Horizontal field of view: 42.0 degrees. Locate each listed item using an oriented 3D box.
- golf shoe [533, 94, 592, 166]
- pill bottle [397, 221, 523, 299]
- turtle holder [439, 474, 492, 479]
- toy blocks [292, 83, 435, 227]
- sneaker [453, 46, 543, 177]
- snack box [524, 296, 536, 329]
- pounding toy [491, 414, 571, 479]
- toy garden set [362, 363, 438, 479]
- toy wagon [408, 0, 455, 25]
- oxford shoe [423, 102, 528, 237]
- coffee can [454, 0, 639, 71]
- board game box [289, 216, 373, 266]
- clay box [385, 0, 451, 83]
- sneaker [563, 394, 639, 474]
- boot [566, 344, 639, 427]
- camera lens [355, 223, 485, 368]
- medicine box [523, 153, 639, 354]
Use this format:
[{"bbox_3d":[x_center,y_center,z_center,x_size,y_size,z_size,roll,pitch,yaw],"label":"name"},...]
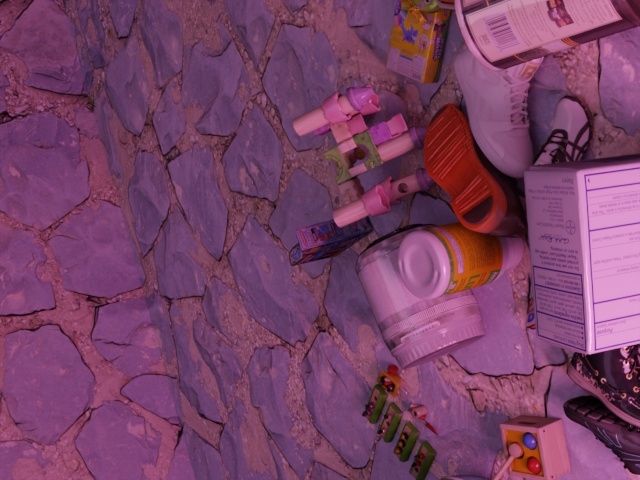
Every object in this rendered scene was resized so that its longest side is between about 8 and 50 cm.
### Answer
[{"bbox_3d":[0.441,-0.166,1.530,0.077,0.093,0.198,16,110,54],"label":"golf shoe"},{"bbox_3d":[0.287,0.030,1.666,0.136,0.245,0.136,21,116,51],"label":"pill bottle"},{"bbox_3d":[0.340,0.606,1.767,0.320,0.227,0.243,-47,60,49],"label":"turtle holder"},{"bbox_3d":[0.141,-0.217,1.880,0.260,0.309,0.289,-24,91,22],"label":"toy blocks"},{"bbox_3d":[0.364,-0.279,1.594,0.169,0.108,0.293,-42,64,55],"label":"sneaker"},{"bbox_3d":[0.457,0.121,1.599,0.178,0.022,0.064,-39,32,61],"label":"snack box"},{"bbox_3d":[0.422,0.438,1.715,0.141,0.100,0.130,-10,91,55],"label":"pounding toy"},{"bbox_3d":[0.197,0.453,2.084,0.244,0.049,0.204,47,134,38],"label":"toy garden set"},{"bbox_3d":[0.288,-0.550,1.621,0.344,0.068,0.267,-37,68,37],"label":"toy wagon"},{"bbox_3d":[0.312,-0.138,1.697,0.130,0.132,0.364,-46,40,32],"label":"oxford shoe"},{"bbox_3d":[0.391,-0.416,1.386,0.275,0.201,0.202,-10,90,43],"label":"coffee can"},{"bbox_3d":[0.000,0.000,2.113,0.194,0.194,0.060,-36,69,52],"label":"board game box"},{"bbox_3d":[0.216,-0.465,1.801,0.127,0.053,0.222,35,125,43],"label":"clay box"},{"bbox_3d":[0.552,0.365,1.511,0.267,0.101,0.106,21,118,51],"label":"sneaker"},{"bbox_3d":[0.555,0.216,1.479,0.236,0.085,0.179,35,124,47],"label":"boot"},{"bbox_3d":[0.214,0.116,1.817,0.219,0.219,0.274,-42,65,51],"label":"camera lens"},{"bbox_3d":[0.486,0.012,1.342,0.149,0.263,0.289,-165,69,-69],"label":"medicine box"}]
